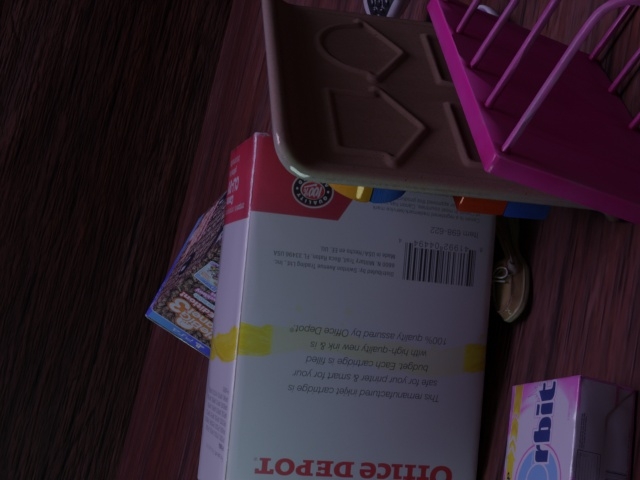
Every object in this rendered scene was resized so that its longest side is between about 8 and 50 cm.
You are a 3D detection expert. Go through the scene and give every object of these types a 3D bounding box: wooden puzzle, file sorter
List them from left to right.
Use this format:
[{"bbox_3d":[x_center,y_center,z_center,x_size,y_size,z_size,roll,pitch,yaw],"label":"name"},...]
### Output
[{"bbox_3d":[0.106,-0.130,1.039,0.322,0.347,0.080,-97,21,-50],"label":"wooden puzzle"},{"bbox_3d":[0.248,-0.183,0.900,0.291,0.202,0.182,-97,31,-50],"label":"file sorter"}]

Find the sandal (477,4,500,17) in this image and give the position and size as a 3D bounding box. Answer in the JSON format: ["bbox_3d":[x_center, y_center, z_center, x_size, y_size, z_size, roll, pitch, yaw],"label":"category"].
[{"bbox_3d":[0.143,-0.115,1.300,0.169,0.102,0.416,-172,98,-71],"label":"sandal"}]

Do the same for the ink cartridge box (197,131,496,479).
[{"bbox_3d":[0.027,0.096,1.105,0.160,0.279,0.385,171,106,-73],"label":"ink cartridge box"}]

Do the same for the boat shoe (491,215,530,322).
[{"bbox_3d":[0.197,0.021,1.117,0.056,0.048,0.153,129,151,-49],"label":"boat shoe"}]

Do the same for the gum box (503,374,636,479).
[{"bbox_3d":[0.213,0.221,0.883,0.107,0.062,0.188,150,133,-64],"label":"gum box"}]

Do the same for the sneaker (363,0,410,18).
[{"bbox_3d":[0.154,-0.466,1.542,0.110,0.118,0.292,21,92,43],"label":"sneaker"}]

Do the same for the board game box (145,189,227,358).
[{"bbox_3d":[-0.114,0.015,1.574,0.291,0.141,0.232,-41,19,46],"label":"board game box"}]
